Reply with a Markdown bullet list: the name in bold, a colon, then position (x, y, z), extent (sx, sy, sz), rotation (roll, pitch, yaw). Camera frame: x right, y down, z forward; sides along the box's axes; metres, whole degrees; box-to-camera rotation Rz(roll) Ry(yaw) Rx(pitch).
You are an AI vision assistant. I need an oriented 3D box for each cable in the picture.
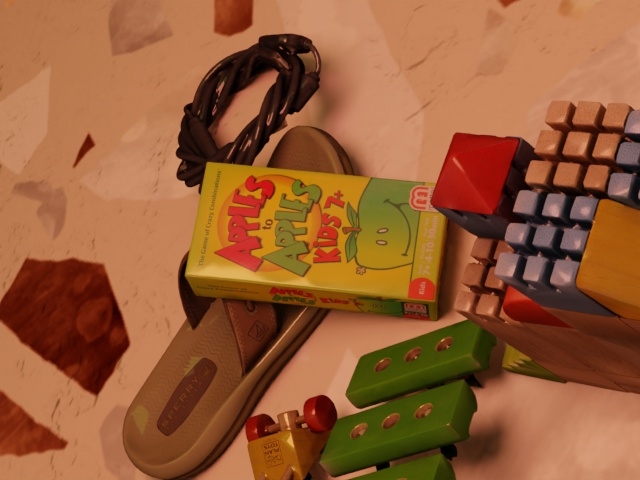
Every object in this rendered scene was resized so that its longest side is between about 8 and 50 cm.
- **cable**: position (-0.066, -0.103, 1.234), extent (0.184, 0.047, 0.151), rotation (12, 74, 63)

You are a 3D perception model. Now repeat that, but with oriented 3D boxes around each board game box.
- **board game box**: position (0.000, 0.000, 1.084), extent (0.181, 0.043, 0.092), rotation (6, 69, 9)

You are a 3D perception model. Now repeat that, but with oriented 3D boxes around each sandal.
- **sandal**: position (-0.068, 0.047, 1.147), extent (0.120, 0.086, 0.303), rotation (28, 87, 45)

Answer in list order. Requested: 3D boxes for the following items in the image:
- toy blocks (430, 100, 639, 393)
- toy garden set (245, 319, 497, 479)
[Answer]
- **toy blocks**: position (0.204, 0.016, 0.807), extent (0.381, 0.261, 0.191), rotation (8, 74, 43)
- **toy garden set**: position (0.013, 0.171, 0.982), extent (0.203, 0.049, 0.244), rotation (-22, 27, 33)
